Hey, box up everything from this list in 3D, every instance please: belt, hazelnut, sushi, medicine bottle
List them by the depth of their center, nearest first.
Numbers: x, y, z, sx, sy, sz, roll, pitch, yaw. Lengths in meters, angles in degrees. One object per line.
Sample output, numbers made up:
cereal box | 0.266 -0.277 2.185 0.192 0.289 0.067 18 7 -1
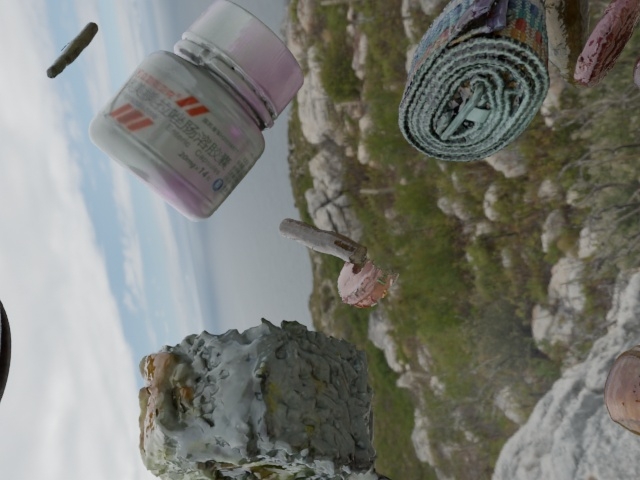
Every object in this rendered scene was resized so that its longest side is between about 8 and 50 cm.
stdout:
sushi | -0.043 0.175 0.556 0.184 0.274 0.140 -30 51 34
belt | 0.248 -0.252 0.904 0.295 0.206 0.161 -50 20 55
medicine bottle | -0.205 -0.223 0.984 0.256 0.325 0.256 39 174 5
hazelnut | 0.726 0.331 1.230 0.214 0.176 0.215 27 121 57

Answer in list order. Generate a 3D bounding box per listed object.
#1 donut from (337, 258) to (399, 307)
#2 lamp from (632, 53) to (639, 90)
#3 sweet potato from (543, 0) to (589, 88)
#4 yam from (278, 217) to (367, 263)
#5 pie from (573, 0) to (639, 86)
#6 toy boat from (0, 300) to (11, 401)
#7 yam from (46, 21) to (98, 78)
donut | 0.086 0.086 1.147 0.117 0.065 0.166 -57 17 5
lamp | 0.705 -0.350 1.113 0.156 0.157 0.135 36 172 45
sweet potato | 0.574 -0.520 1.330 0.423 0.130 0.130 57 180 -31
yam | 0.000 0.000 1.205 0.241 0.056 0.057 20 123 41
pie | 0.516 -0.356 1.004 0.049 0.182 0.182 35 145 22
toy boat | -0.483 0.142 0.778 0.293 0.111 0.276 -49 44 43
yam | -0.429 -0.330 0.975 0.027 0.029 0.234 -44 27 28
